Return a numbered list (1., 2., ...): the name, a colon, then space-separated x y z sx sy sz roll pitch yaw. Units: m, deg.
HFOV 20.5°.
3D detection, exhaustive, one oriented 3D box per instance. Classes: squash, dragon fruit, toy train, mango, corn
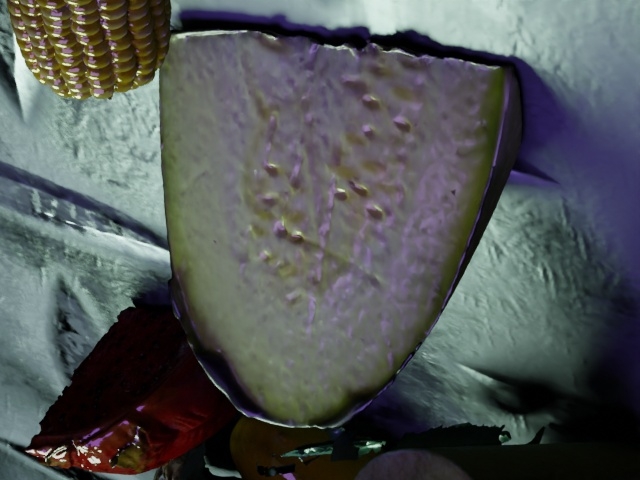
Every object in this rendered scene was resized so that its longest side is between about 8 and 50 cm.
1. squash: 0.000 0.000 1.046 0.237 0.155 0.204 12 147 31
2. dragon fruit: -0.129 0.140 1.373 0.127 0.161 0.120 12 145 48
3. toy train: 0.097 0.165 1.142 0.189 0.126 0.307 -26 160 32
4. mango: 0.010 0.197 1.389 0.195 0.098 0.137 49 150 -19
5. corn: -0.132 -0.177 0.950 0.093 0.093 0.244 21 145 17

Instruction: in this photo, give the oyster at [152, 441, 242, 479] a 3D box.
1. oyster: -0.087 0.224 1.432 0.199 0.087 0.252 28 -172 -46
